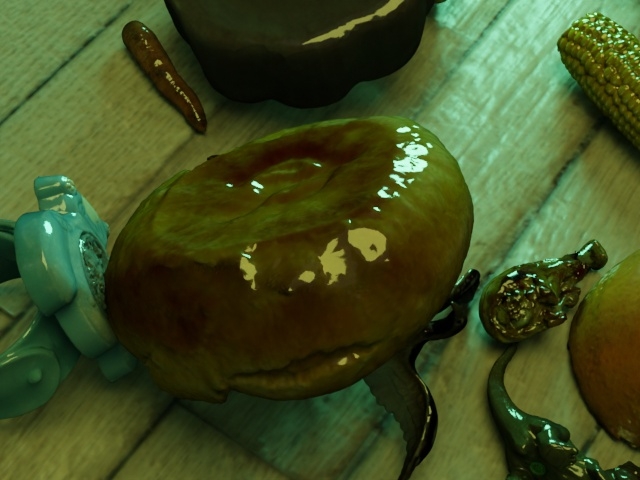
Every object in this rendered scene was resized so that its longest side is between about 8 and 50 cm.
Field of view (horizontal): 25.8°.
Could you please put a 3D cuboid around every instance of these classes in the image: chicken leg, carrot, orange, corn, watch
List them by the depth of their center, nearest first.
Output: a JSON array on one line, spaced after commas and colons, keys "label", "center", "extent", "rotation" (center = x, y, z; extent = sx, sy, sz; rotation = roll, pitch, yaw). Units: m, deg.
[{"label": "watch", "center": [-0.289, 0.060, 1.298], "extent": [0.193, 0.211, 0.211], "rotation": [-20, 59, 6]}, {"label": "orange", "center": [0.416, 0.119, 1.399], "extent": [0.310, 0.274, 0.274], "rotation": [9, 49, 36]}, {"label": "chicken leg", "center": [0.238, 0.049, 1.435], "extent": [0.093, 0.070, 0.178], "rotation": [23, 38, 39]}, {"label": "carrot", "center": [-0.171, -0.181, 1.543], "extent": [0.035, 0.036, 0.165], "rotation": [-26, 67, -23]}, {"label": "corn", "center": [0.386, -0.138, 1.555], "extent": [0.101, 0.101, 0.310], "rotation": [-34, 69, -26]}]

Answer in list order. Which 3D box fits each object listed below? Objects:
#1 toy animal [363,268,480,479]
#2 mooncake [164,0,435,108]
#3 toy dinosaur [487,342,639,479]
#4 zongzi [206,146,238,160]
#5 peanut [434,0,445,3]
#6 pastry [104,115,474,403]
[{"label": "toy animal", "center": [0.066, 0.106, 1.305], "extent": [0.160, 0.197, 0.272], "rotation": [10, 61, 2]}, {"label": "mooncake", "center": [-0.018, -0.283, 1.521], "extent": [0.306, 0.154, 0.306], "rotation": [-3, 66, 7]}, {"label": "toy dinosaur", "center": [0.235, 0.202, 1.361], "extent": [0.187, 0.087, 0.179], "rotation": [32, 19, -5]}, {"label": "zongzi", "center": [-0.089, -0.075, 1.484], "extent": [0.073, 0.067, 0.083], "rotation": [5, 37, 8]}, {"label": "peanut", "center": [0.102, -0.376, 1.670], "extent": [0.120, 0.110, 0.236], "rotation": [-32, 57, -3]}, {"label": "pastry", "center": [-0.028, 0.011, 1.244], "extent": [0.356, 0.164, 0.356], "rotation": [-17, 23, 8]}]
